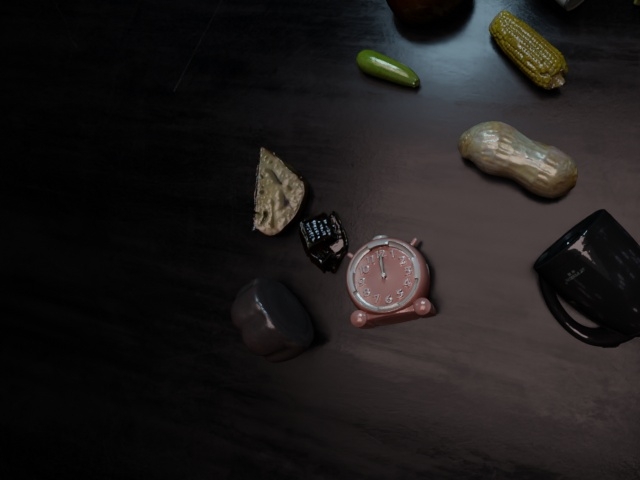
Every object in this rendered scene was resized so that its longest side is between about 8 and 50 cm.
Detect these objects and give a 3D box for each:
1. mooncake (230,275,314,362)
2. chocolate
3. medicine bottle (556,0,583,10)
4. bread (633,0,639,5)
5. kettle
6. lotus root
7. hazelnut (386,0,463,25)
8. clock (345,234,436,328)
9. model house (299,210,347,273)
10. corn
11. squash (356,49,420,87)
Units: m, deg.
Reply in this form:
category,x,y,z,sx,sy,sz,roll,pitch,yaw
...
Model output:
category,x,y,z,sx,sy,sz,roll,pitch,yaw
mooncake,-0.134,0.218,1.524,0.133,0.245,0.245,-33,76,18
chocolate,0.499,-0.211,1.400,0.309,0.134,0.134,27,94,19
medicine bottle,0.584,-0.719,1.407,0.143,0.143,0.258,-41,73,11
bread,0.898,-0.607,1.344,0.225,0.049,0.088,14,90,18
kettle,0.662,0.115,1.306,0.290,0.207,0.268,47,129,7
lotus root,-0.120,-0.137,1.629,0.170,0.074,0.261,9,87,18
hazelnut,0.290,-0.703,1.490,0.233,0.218,0.218,-19,79,35
clock,0.183,0.105,1.485,0.227,0.142,0.242,-14,72,16
model house,0.003,0.007,1.538,0.106,0.152,0.166,-28,76,20
corn,0.539,-0.492,1.431,0.097,0.097,0.262,-39,72,11
squash,0.189,-0.484,1.561,0.201,0.066,0.066,29,95,15
